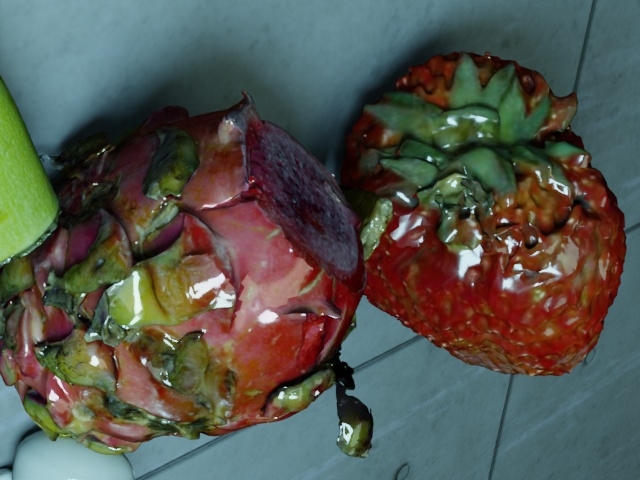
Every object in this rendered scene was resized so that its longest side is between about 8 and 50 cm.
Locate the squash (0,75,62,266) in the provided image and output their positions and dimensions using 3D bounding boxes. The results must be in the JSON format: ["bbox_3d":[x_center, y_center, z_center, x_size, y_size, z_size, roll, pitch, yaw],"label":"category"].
[{"bbox_3d":[-0.254,-0.069,0.774,0.123,0.123,0.187,-40,137,-26],"label":"squash"}]

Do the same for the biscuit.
[{"bbox_3d":[-0.004,0.010,1.057,0.026,0.237,0.131,29,88,-18],"label":"biscuit"}]

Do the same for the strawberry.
[{"bbox_3d":[0.152,0.007,1.191,0.267,0.312,0.351,-19,151,-17],"label":"strawberry"}]

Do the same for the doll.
[{"bbox_3d":[-0.236,0.267,1.029,0.138,0.119,0.293,19,102,-10],"label":"doll"}]

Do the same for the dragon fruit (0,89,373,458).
[{"bbox_3d":[-0.114,0.047,0.904,0.291,0.250,0.269,-36,121,19],"label":"dragon fruit"}]
